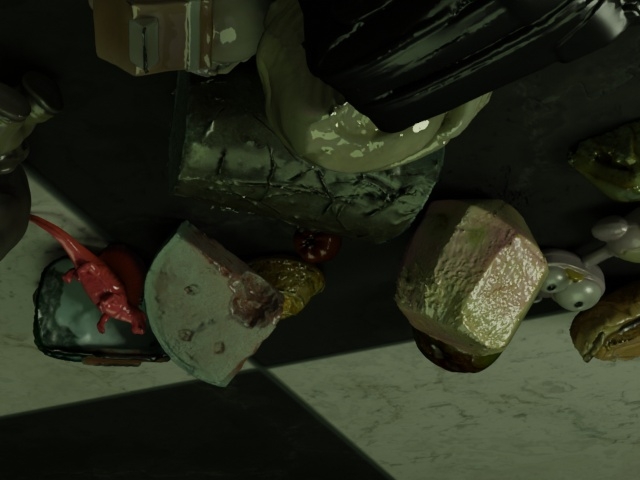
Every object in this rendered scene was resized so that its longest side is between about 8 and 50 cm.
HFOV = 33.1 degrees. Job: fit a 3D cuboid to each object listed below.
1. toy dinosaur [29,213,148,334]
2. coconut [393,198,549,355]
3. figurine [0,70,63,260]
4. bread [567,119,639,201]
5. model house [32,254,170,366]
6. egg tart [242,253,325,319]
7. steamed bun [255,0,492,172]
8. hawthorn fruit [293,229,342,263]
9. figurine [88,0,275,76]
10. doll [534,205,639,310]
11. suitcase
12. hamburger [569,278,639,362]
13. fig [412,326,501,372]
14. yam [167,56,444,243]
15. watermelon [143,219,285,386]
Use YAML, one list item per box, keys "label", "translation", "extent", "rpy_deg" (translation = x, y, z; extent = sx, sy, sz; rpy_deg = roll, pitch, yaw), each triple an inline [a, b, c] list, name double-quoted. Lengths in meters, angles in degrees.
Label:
- label: "toy dinosaur"
  translation: [-0.376, 0.036, 1.864]
  extent: [0.070, 0.139, 0.286]
  rpy_deg: [-19, 109, 54]
- label: "coconut"
  translation: [0.247, 0.044, 1.765]
  extent: [0.233, 0.245, 0.233]
  rpy_deg: [26, 170, 5]
- label: "figurine"
  translation: [-0.496, -0.092, 1.550]
  extent: [0.203, 0.248, 0.380]
  rpy_deg: [31, 128, -14]
- label: "bread"
  translation: [0.461, -0.104, 1.645]
  extent: [0.103, 0.110, 0.156]
  rpy_deg: [20, 145, -41]
- label: "model house"
  translation: [-0.423, 0.152, 2.016]
  extent: [0.253, 0.184, 0.291]
  rpy_deg: [5, 163, -23]
- label: "egg tart"
  translation: [-0.084, 0.091, 1.991]
  extent: [0.191, 0.074, 0.191]
  rpy_deg: [-2, 147, -1]
- label: "steamed bun"
  translation: [0.070, -0.208, 1.275]
  extent: [0.320, 0.275, 0.206]
  rpy_deg: [-36, 148, -14]
- label: "hawthorn fruit"
  translation: [0.000, 0.000, 1.843]
  extent: [0.081, 0.081, 0.093]
  rpy_deg: [-15, 176, 22]
- label: "figurine"
  translation: [-0.148, -0.273, 1.298]
  extent: [0.237, 0.141, 0.162]
  rpy_deg: [-20, 129, -27]
- label: "doll"
  translation: [0.493, 0.030, 1.886]
  extent: [0.160, 0.094, 0.365]
  rpy_deg: [20, 143, -26]
- label: "suitcase"
  translation: [0.121, -0.306, 1.056]
  extent: [0.339, 0.345, 0.188]
  rpy_deg: [-24, 147, 32]
- label: "hamburger"
  translation: [0.556, 0.139, 1.997]
  extent: [0.208, 0.135, 0.155]
  rpy_deg: [-6, 145, -33]
- label: "fig"
  translation: [0.272, 0.161, 2.036]
  extent: [0.191, 0.181, 0.181]
  rpy_deg: [-21, 155, -20]
- label: "yam"
  translation: [-0.036, -0.129, 1.465]
  extent: [0.348, 0.240, 0.241]
  rpy_deg: [11, 148, -14]
- label: "watermelon"
  translation: [-0.182, 0.091, 1.890]
  extent: [0.226, 0.148, 0.318]
  rpy_deg: [-8, 118, 9]
